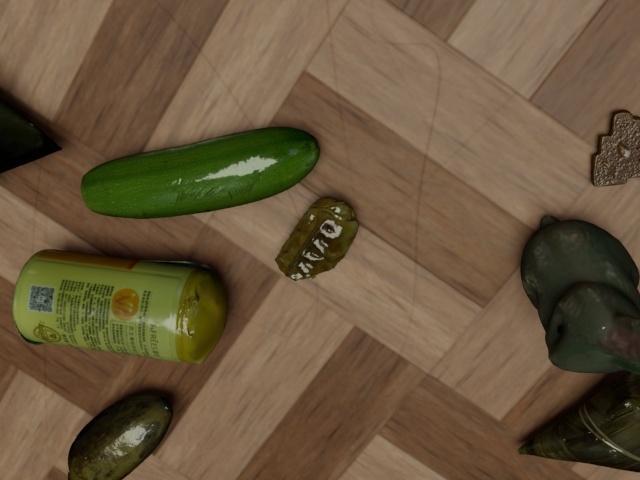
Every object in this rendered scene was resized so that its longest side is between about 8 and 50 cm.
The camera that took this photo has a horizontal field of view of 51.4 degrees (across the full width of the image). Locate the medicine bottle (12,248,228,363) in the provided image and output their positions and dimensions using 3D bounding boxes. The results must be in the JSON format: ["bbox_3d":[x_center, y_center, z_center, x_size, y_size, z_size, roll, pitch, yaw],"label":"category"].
[{"bbox_3d":[-0.231,0.079,0.798,0.239,0.124,0.124,5,108,5],"label":"medicine bottle"}]

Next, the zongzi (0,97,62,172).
[{"bbox_3d":[-0.566,-0.090,0.772,0.383,0.362,0.319,-43,97,-21],"label":"zongzi"}]

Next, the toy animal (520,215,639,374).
[{"bbox_3d":[0.267,0.071,0.656,0.127,0.251,0.125,24,112,0],"label":"toy animal"}]

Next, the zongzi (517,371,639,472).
[{"bbox_3d":[0.369,0.260,0.799,0.187,0.084,0.184,38,122,-9],"label":"zongzi"}]

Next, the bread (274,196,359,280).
[{"bbox_3d":[0.000,0.000,0.773,0.066,0.060,0.110,44,109,25],"label":"bread"}]

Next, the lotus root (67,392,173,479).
[{"bbox_3d":[-0.268,0.262,0.874,0.179,0.089,0.080,-42,128,11],"label":"lotus root"}]

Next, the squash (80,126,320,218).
[{"bbox_3d":[-0.143,-0.071,0.757,0.293,0.082,0.082,-10,106,11],"label":"squash"}]

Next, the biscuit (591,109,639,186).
[{"bbox_3d":[0.330,-0.093,0.719,0.082,0.016,0.092,35,110,-9],"label":"biscuit"}]
